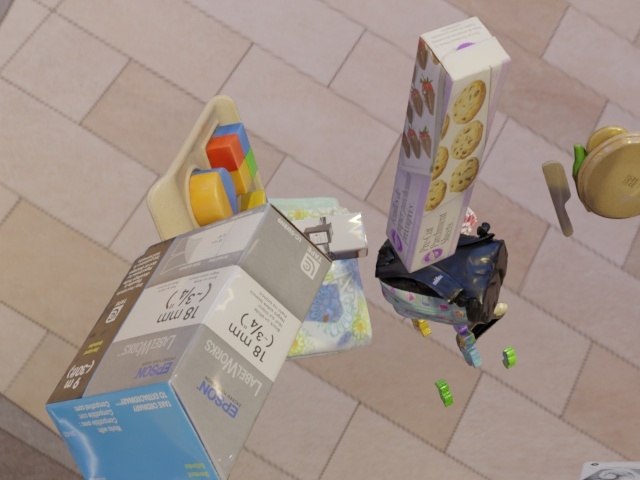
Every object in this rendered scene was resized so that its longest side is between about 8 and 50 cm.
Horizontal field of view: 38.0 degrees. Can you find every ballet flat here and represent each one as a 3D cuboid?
[{"bbox_3d":[0.338,0.178,1.925,0.058,0.173,0.049,7,55,-22],"label":"ballet flat"}]

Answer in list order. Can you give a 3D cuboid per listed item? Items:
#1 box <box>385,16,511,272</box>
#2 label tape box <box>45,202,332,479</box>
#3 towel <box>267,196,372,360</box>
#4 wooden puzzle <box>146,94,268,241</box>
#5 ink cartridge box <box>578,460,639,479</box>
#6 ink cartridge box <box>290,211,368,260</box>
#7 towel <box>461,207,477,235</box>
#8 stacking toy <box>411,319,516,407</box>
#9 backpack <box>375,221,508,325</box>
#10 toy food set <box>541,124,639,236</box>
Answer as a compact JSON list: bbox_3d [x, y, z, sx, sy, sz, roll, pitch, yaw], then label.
[{"bbox_3d":[0.122,-0.084,0.949,0.067,0.324,0.063,-20,60,-16],"label":"box"},{"bbox_3d":[-0.156,0.137,0.934,0.106,0.241,0.333,45,51,-25],"label":"label tape box"},{"bbox_3d":[-0.082,0.077,1.827,0.375,0.090,0.320,-3,76,-31],"label":"towel"},{"bbox_3d":[-0.150,-0.038,1.560,0.081,0.322,0.348,-5,31,18],"label":"wooden puzzle"},{"bbox_3d":[0.549,0.429,1.571,0.223,0.224,0.045,-5,96,20],"label":"ink cartridge box"},{"bbox_3d":[0.000,0.000,1.526,0.151,0.109,0.063,-8,81,1],"label":"ink cartridge box"},{"bbox_3d":[0.199,-0.008,1.764,0.029,0.197,0.144,17,24,-43],"label":"towel"},{"bbox_3d":[0.271,0.186,1.752,0.167,0.052,0.221,-27,115,-12],"label":"stacking toy"},{"bbox_3d":[0.170,0.055,1.352,0.182,0.115,0.152,6,48,26],"label":"backpack"},{"bbox_3d":[0.367,-0.085,1.118,0.192,0.132,0.038,-18,34,9],"label":"toy food set"}]
